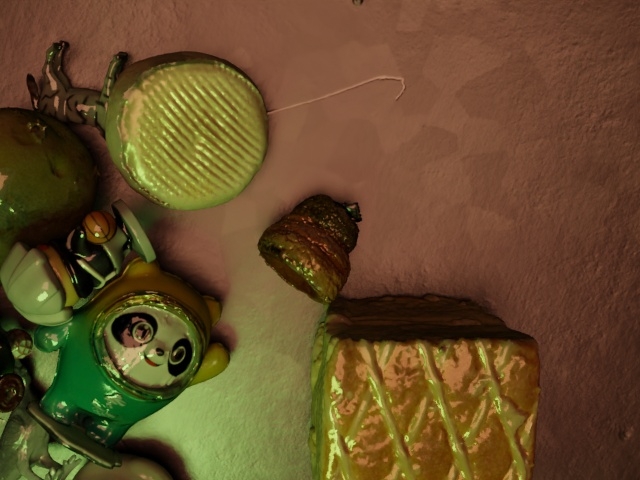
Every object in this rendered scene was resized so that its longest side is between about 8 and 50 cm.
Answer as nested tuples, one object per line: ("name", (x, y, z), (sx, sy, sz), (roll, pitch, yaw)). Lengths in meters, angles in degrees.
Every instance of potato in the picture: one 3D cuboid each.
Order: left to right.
("potato", (-0.553, -0.059, 1.614), (0.359, 0.219, 0.269), (-42, 136, 8))

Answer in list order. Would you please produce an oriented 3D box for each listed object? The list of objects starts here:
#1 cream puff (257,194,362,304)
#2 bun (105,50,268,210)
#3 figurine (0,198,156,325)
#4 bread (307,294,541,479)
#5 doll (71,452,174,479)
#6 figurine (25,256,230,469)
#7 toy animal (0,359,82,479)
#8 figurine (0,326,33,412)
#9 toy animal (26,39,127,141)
("cream puff", (0.000, 0.000, 1.673), (0.183, 0.183, 0.169), (41, 77, -6))
("bun", (-0.230, -0.190, 1.638), (0.287, 0.146, 0.287), (-7, 108, -22))
("figurine", (-0.398, 0.036, 1.556), (0.236, 0.176, 0.133), (-32, 66, -15))
("bread", (0.165, 0.309, 1.658), (0.370, 0.279, 0.390), (0, 98, -2))
("doll", (-0.362, 0.499, 1.715), (0.251, 0.221, 0.221), (32, 97, -14))
("figurine", (-0.334, 0.203, 1.678), (0.323, 0.231, 0.340), (39, 86, -23))
("toy animal", (-0.534, 0.393, 1.746), (0.205, 0.081, 0.367), (16, 98, 30))
("figurine", (-0.619, 0.192, 1.627), (0.281, 0.370, 0.167), (15, 95, -42))
("toy animal", (-0.381, -0.251, 1.670), (0.255, 0.090, 0.170), (29, 101, -2))
